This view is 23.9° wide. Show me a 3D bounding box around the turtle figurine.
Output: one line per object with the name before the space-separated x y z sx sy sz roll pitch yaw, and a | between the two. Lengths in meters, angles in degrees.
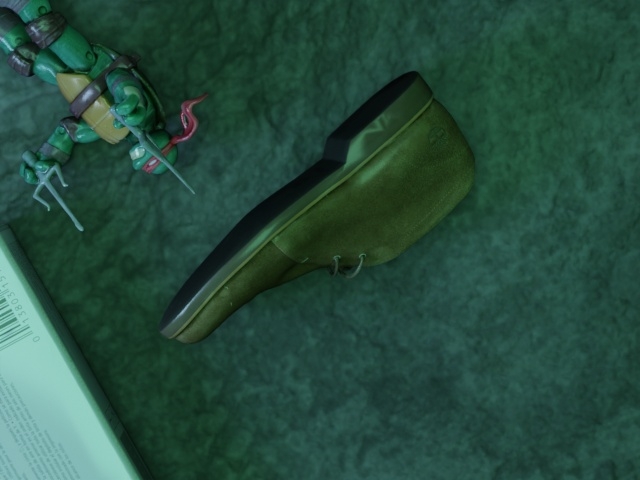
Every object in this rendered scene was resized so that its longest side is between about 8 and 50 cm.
turtle figurine | -0.194 -0.112 1.248 0.234 0.118 0.175 47 134 -3

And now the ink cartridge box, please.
ink cartridge box | -0.313 0.175 1.293 0.261 0.066 0.296 -28 95 2

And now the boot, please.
boot | 0.000 0.000 1.269 0.305 0.112 0.115 -40 106 1
